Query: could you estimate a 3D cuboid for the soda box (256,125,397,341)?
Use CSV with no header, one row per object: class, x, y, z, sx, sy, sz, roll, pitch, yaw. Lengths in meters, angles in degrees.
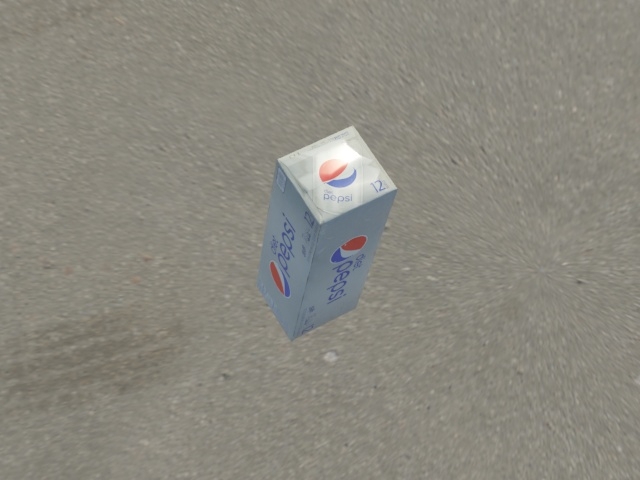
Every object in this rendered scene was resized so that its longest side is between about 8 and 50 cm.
soda box,0.000,0.000,1.304,0.098,0.286,0.091,-26,67,-20
